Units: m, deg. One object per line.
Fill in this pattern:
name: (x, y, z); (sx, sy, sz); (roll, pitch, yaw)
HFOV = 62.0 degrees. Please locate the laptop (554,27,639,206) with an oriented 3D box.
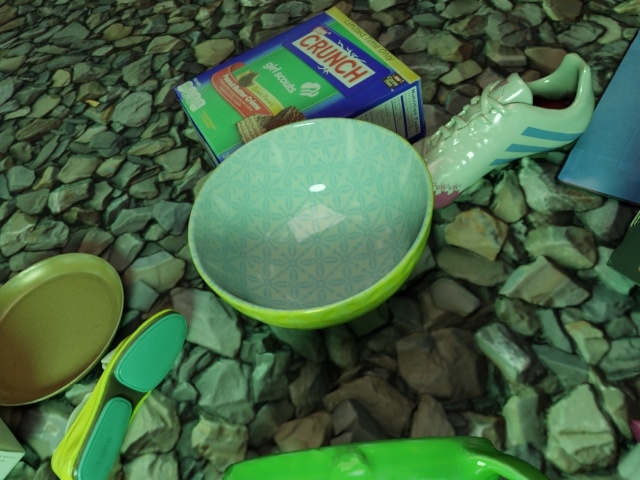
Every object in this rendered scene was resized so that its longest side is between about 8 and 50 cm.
laptop: (0.577, -0.206, 0.637); (0.236, 0.408, 0.382); (38, 67, -3)

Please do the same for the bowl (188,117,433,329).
bowl: (0.000, 0.000, 0.670); (0.290, 0.156, 0.289); (-7, 53, 10)

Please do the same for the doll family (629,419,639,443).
doll family: (0.411, 0.222, 0.449); (0.163, 0.118, 0.263); (-27, 34, 2)

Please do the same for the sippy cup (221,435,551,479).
sippy cup: (0.042, 0.287, 0.419); (0.240, 0.305, 0.224); (4, 62, -18)

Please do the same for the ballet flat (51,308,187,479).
ballet flat: (-0.252, 0.182, 0.656); (0.077, 0.077, 0.231); (2, 55, 36)

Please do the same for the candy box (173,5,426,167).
candy box: (-0.036, -0.211, 0.858); (0.317, 0.122, 0.268); (-29, 52, -9)

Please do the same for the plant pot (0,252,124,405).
plant pot: (-0.384, 0.123, 0.755); (0.236, 0.032, 0.236); (-7, 52, 10)

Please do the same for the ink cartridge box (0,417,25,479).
ink cartridge box: (-0.478, 0.281, 0.607); (0.159, 0.092, 0.218); (30, 73, 31)

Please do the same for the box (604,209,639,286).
box: (0.478, -0.020, 0.484); (0.073, 0.293, 0.295); (4, 28, -38)

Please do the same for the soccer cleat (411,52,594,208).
soccer cleat: (0.215, -0.151, 0.732); (0.331, 0.143, 0.116); (-25, 52, -1)
